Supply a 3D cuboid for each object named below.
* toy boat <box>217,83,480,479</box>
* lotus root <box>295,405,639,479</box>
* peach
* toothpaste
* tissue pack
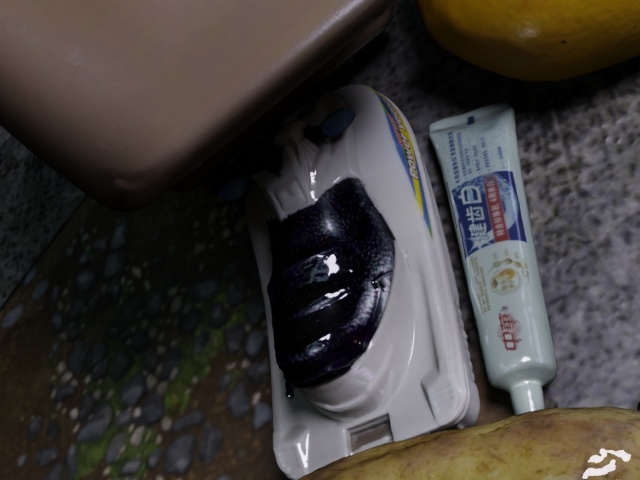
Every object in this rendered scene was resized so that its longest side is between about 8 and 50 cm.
[{"bbox_3d":[0.005,0.007,0.572,0.141,0.141,0.269,-25,65,22],"label":"toy boat"},{"bbox_3d":[0.068,0.153,0.463,0.258,0.097,0.110,-19,89,15],"label":"lotus root"},{"bbox_3d":[0.161,-0.223,0.581,0.251,0.153,0.251,-18,60,34],"label":"peach"},{"bbox_3d":[0.108,0.005,0.561,0.060,0.038,0.233,-20,51,21],"label":"toothpaste"},{"bbox_3d":[-0.103,-0.189,0.566,0.267,0.277,0.387,-36,6,3],"label":"tissue pack"}]
